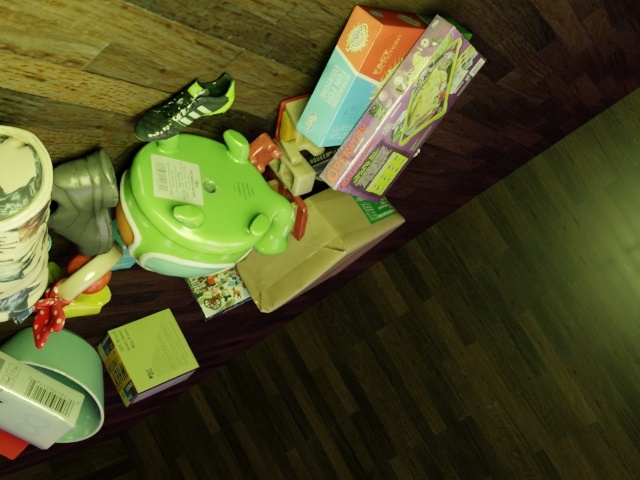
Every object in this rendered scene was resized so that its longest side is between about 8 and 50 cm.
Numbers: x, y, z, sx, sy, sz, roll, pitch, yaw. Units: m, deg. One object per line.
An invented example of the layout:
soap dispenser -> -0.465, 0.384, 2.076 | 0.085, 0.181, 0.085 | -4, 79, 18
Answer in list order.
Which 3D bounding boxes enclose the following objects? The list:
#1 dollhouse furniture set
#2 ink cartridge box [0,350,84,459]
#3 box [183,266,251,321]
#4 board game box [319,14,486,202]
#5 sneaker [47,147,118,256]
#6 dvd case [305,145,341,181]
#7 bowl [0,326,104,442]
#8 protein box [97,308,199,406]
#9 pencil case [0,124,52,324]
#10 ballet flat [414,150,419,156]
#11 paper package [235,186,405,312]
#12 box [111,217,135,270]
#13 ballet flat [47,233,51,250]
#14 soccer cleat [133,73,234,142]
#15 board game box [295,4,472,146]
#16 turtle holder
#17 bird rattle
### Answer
dollhouse furniture set -> -0.130, -0.130, 1.635 | 0.201, 0.152, 0.374 | -23, 148, -27
ink cartridge box -> -0.749, 0.382, 1.818 | 0.385, 0.308, 0.091 | -40, -153, 35
box -> -0.227, 0.085, 2.114 | 0.233, 0.159, 0.044 | -26, 169, -19
board game box -> 0.156, -0.228, 1.515 | 0.347, 0.056, 0.208 | -53, 160, 12
sneaker -> -0.408, -0.054, 1.358 | 0.130, 0.109, 0.286 | -14, 156, -22
dvd case -> 0.064, -0.187, 1.940 | 0.179, 0.030, 0.238 | -22, 171, 18
bowl -> -0.631, 0.315, 1.909 | 0.311, 0.311, 0.163 | -40, -154, 37
protein box -> -0.500, 0.338, 2.381 | 0.201, 0.200, 0.136 | -20, 164, -37
pencil case -> -0.471, -0.007, 1.174 | 0.159, 0.184, 0.410 | 18, 152, -11
ballet flat -> 0.209, -0.242, 2.022 | 0.091, 0.077, 0.241 | -31, 168, 8
paper package -> 0.000, 0.000, 2.030 | 0.309, 0.168, 0.324 | -38, 173, 34
box -> -0.353, -0.027, 1.627 | 0.244, 0.060, 0.100 | -37, 166, 30
ballet flat -> -0.564, 0.050, 1.460 | 0.079, 0.077, 0.221 | 15, 132, -46
soccer cleat -> -0.210, -0.209, 1.275 | 0.178, 0.060, 0.072 | -30, 159, -29
board game box -> 0.120, -0.292, 1.493 | 0.316, 0.064, 0.242 | -14, 140, -51
turtle holder -> -0.206, -0.055, 1.436 | 0.320, 0.243, 0.227 | -23, 164, -47
bird rattle -> -0.459, 0.073, 1.517 | 0.207, 0.143, 0.253 | -39, -178, 4
